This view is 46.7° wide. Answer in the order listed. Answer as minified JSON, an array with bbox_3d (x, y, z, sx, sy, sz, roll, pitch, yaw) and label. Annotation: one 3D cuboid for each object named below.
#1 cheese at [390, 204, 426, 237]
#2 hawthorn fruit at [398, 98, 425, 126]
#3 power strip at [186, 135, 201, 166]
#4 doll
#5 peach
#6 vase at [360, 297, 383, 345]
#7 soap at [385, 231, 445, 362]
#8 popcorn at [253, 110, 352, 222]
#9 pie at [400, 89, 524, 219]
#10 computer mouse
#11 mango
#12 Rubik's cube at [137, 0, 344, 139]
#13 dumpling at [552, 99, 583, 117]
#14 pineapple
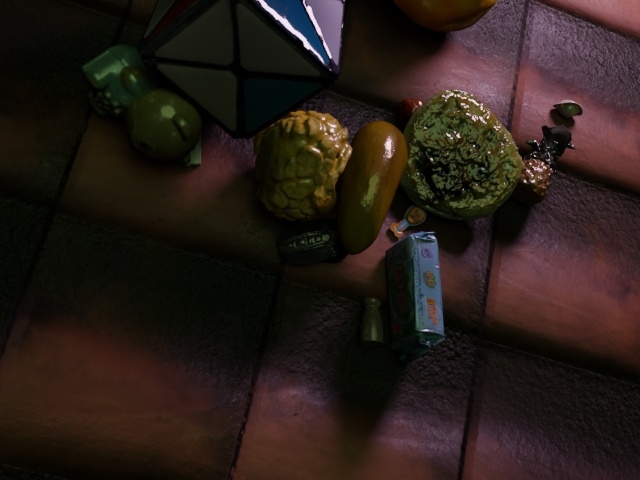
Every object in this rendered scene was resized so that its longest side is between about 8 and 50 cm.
[{"bbox_3d":[0.212,-0.048,1.779,0.111,0.017,0.047,-37,84,-23],"label":"cheese"},{"bbox_3d":[0.226,-0.315,1.836,0.077,0.077,0.077,5,72,-16],"label":"hawthorn fruit"},{"bbox_3d":[-0.289,-0.207,1.670,0.040,0.016,0.090,1,74,-14],"label":"power strip"},{"bbox_3d":[-0.367,-0.281,1.581,0.161,0.177,0.260,-40,81,-23],"label":"doll"},{"bbox_3d":[0.303,-0.685,1.864,0.289,0.289,0.307,-22,88,-22],"label":"peach"},{"bbox_3d":[0.114,0.182,1.659,0.053,0.053,0.100,7,67,-15],"label":"vase"},{"bbox_3d":[0.208,0.120,1.651,0.077,0.156,0.293,3,72,-18],"label":"soap"},{"bbox_3d":[-0.047,-0.163,1.624,0.190,0.250,0.250,9,69,-42],"label":"popcorn"},{"bbox_3d":[0.329,-0.198,1.787,0.324,0.070,0.322,0,86,-7],"label":"pie"},{"bbox_3d":[0.000,0.000,1.673,0.193,0.062,0.105,-8,78,-21],"label":"computer mouse"},{"bbox_3d":[0.113,-0.136,1.658,0.143,0.195,0.331,14,49,2],"label":"mango"},{"bbox_3d":[-0.146,-0.440,1.541,0.310,0.305,0.306,39,39,-35],"label":"Rubik's cube"},{"bbox_3d":[0.671,-0.357,1.993,0.077,0.059,0.043,39,77,1],"label":"dumpling"},{"bbox_3d":[0.562,-0.200,1.882,0.119,0.111,0.237,24,64,19],"label":"pineapple"}]
